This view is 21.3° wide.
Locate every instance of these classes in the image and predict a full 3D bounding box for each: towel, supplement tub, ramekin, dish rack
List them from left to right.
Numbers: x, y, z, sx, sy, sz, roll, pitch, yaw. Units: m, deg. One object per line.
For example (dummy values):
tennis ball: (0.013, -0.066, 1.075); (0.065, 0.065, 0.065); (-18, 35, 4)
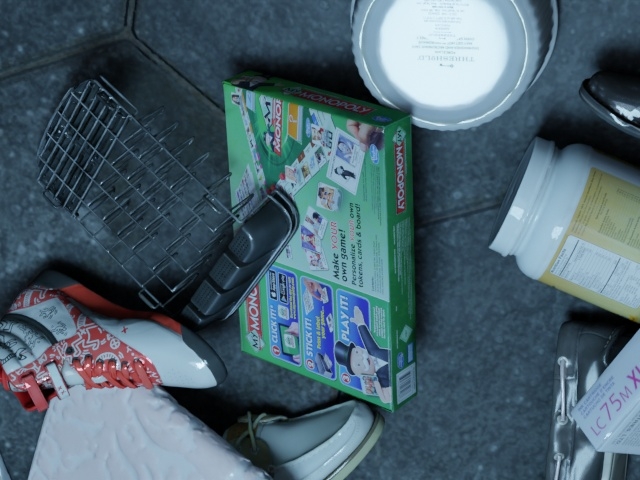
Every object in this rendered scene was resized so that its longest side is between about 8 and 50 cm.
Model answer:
towel: (-0.195, 0.313, 1.906); (0.332, 0.053, 0.317); (35, 121, 26)
dish rack: (-0.172, -0.043, 1.774); (0.271, 0.074, 0.208); (44, 135, 6)
ramekin: (0.125, -0.204, 1.657); (0.207, 0.109, 0.207); (4, 114, 10)
supplement tub: (0.281, -0.010, 1.692); (0.200, 0.144, 0.144); (23, 116, 1)

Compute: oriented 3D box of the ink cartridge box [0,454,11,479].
ink cartridge box: (-0.488, 0.291, 2.007); (0.219, 0.092, 0.160); (-12, 111, 17)

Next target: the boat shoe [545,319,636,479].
boat shoe: (0.275, 0.239, 1.833); (0.095, 0.112, 0.335); (19, 111, 22)

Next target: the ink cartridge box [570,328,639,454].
ink cartridge box: (0.414, 0.139, 1.712); (0.311, 0.065, 0.186); (12, 124, -39)

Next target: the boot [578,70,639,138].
boot: (0.390, -0.204, 1.605); (0.263, 0.091, 0.229); (8, 121, 1)

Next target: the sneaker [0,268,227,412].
sneaker: (-0.238, 0.136, 1.811); (0.270, 0.145, 0.090); (22, 147, 29)

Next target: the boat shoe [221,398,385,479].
boat shoe: (-0.069, 0.248, 1.891); (0.302, 0.113, 0.103); (-33, 105, 25)

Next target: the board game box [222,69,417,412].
board game box: (0.000, 0.000, 1.745); (0.213, 0.046, 0.317); (20, 124, 37)
